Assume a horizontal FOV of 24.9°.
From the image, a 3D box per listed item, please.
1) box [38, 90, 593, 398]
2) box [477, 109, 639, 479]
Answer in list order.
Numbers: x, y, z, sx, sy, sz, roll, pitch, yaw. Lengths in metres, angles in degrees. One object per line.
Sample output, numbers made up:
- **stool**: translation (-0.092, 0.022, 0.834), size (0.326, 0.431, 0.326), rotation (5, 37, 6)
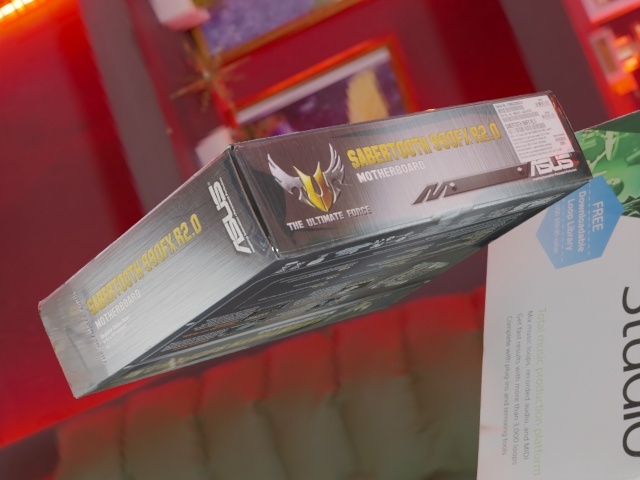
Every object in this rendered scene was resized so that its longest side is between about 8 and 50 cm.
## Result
- **box**: translation (0.000, 0.000, 0.738), size (0.231, 0.183, 0.056), rotation (-13, 76, -42)
- **box**: translation (0.230, 0.018, 0.765), size (0.058, 0.322, 0.232), rotation (35, 50, -40)
